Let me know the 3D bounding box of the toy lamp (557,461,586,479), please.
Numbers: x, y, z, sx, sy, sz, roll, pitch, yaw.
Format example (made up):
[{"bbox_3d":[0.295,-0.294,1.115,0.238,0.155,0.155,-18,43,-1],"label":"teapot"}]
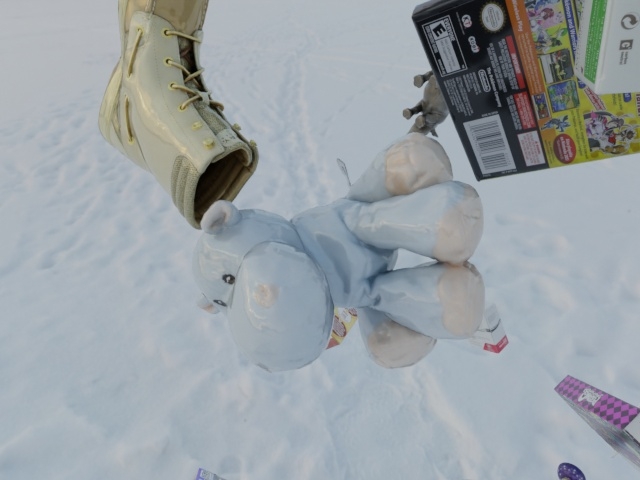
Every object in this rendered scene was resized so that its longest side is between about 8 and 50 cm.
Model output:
[{"bbox_3d":[0.570,0.660,1.170,0.274,0.080,0.080,-23,35,-39],"label":"toy lamp"}]

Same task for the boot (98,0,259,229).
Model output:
[{"bbox_3d":[-0.135,-0.164,0.503,0.203,0.262,0.095,43,29,25],"label":"boot"}]

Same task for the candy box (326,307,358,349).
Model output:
[{"bbox_3d":[0.051,0.184,1.368,0.183,0.087,0.316,-36,8,47],"label":"candy box"}]

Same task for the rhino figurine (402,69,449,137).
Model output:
[{"bbox_3d":[0.237,-0.281,1.018,0.106,0.243,0.073,-27,68,-19],"label":"rhino figurine"}]

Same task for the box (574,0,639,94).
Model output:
[{"bbox_3d":[0.246,-0.163,0.335,0.101,0.101,0.087,2,27,17],"label":"box"}]

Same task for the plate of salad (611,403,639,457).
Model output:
[{"bbox_3d":[0.584,0.313,0.842,0.199,0.200,0.048,-24,46,-35],"label":"plate of salad"}]

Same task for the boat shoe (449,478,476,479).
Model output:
[{"bbox_3d":[0.197,0.560,0.960,0.320,0.118,0.103,-15,-11,-14],"label":"boat shoe"}]

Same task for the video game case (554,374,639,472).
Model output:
[{"bbox_3d":[0.452,0.292,0.654,0.210,0.042,0.232,44,1,10],"label":"video game case"}]

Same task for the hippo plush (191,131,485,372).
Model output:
[{"bbox_3d":[0.000,0.000,0.480,0.236,0.235,0.294,-4,42,-33],"label":"hippo plush"}]

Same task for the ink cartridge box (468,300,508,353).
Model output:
[{"bbox_3d":[0.496,0.258,1.461,0.063,0.151,0.109,-32,19,-26],"label":"ink cartridge box"}]

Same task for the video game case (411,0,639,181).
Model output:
[{"bbox_3d":[0.277,-0.200,0.583,0.248,0.275,0.035,-7,46,34],"label":"video game case"}]

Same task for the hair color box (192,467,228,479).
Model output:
[{"bbox_3d":[-0.285,0.661,0.951,0.110,0.339,0.185,28,-14,-4],"label":"hair color box"}]
